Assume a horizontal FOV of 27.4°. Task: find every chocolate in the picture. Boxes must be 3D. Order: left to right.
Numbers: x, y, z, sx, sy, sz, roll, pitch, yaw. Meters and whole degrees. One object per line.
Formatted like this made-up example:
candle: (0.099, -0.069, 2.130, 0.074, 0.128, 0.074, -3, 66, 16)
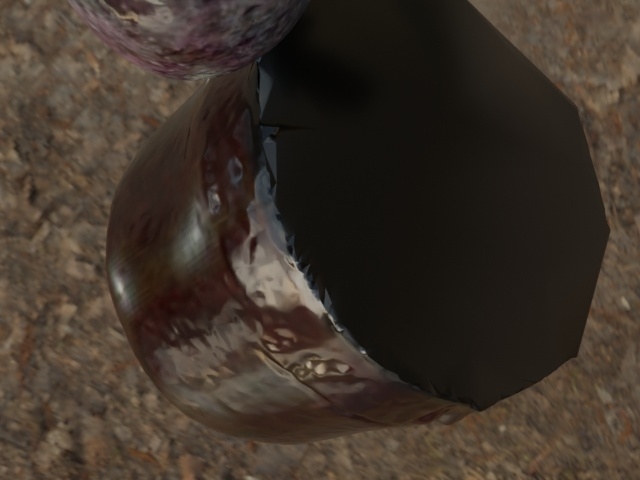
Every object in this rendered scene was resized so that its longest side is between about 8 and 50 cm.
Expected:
chocolate: (0.000, 0.000, 1.120, 0.331, 0.384, 0.383, -25, 57, 50)

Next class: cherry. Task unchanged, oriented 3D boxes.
cherry: (-0.080, -0.189, 0.815, 0.195, 0.195, 0.195, -7, 68, 17)
